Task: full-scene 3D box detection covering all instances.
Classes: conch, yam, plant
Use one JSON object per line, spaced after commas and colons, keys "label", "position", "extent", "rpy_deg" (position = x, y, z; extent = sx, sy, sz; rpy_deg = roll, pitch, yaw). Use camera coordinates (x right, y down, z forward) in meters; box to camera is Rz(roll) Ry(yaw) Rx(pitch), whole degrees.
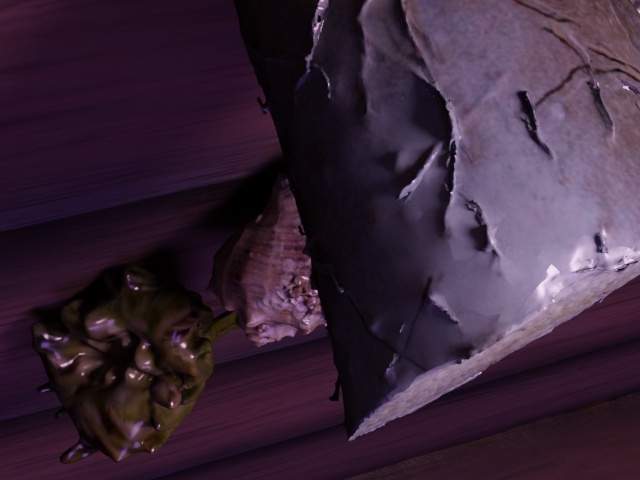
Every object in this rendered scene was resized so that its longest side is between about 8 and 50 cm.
{"label": "conch", "position": [0.000, 0.000, 1.042], "extent": [0.245, 0.163, 0.178], "rpy_deg": [-67, 171, 24]}
{"label": "yam", "position": [0.070, -0.088, 0.640], "extent": [0.241, 0.348, 0.241], "rpy_deg": [-17, 164, -5]}
{"label": "plant", "position": [-0.136, 0.133, 1.199], "extent": [0.251, 0.180, 0.333], "rpy_deg": [-22, 164, 32]}

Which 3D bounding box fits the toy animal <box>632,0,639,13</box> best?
{"label": "toy animal", "position": [0.232, -0.114, 1.040], "extent": [0.170, 0.090, 0.255], "rpy_deg": [-16, 160, -19]}
